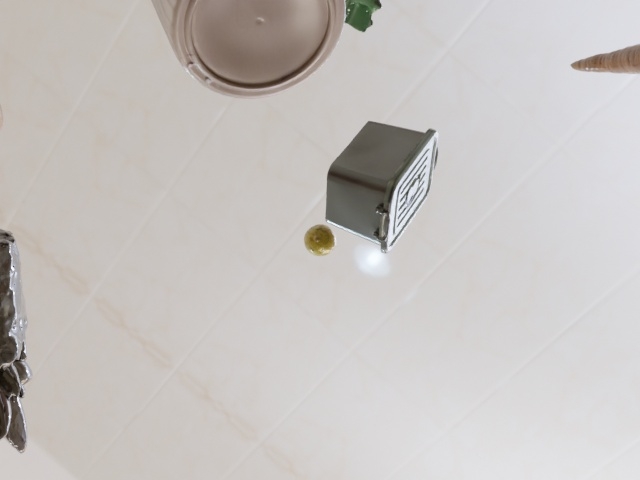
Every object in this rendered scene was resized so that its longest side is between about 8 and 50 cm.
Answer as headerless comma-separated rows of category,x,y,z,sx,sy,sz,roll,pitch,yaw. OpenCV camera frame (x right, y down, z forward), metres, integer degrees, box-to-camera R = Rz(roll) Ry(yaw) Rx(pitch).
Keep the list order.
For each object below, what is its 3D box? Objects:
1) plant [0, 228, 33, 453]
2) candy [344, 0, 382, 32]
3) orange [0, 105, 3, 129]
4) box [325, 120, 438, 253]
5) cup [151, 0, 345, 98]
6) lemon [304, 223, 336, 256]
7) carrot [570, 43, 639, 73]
plant,-0.475,0.138,1.362,0.182,0.320,0.194,4,-165,-8
candy,-0.048,-0.492,1.464,0.398,0.262,0.172,28,-160,9
orange,-0.629,-0.210,1.660,0.249,0.183,0.249,39,-145,-34
box,0.056,-0.055,0.959,0.069,0.084,0.122,20,-137,18
cup,-0.071,-0.326,1.236,0.288,0.208,0.273,-9,-138,-13
lemon,0.000,0.000,1.946,0.062,0.062,0.083,46,-178,8
carrot,0.435,-0.262,1.510,0.048,0.048,0.216,23,176,-24
